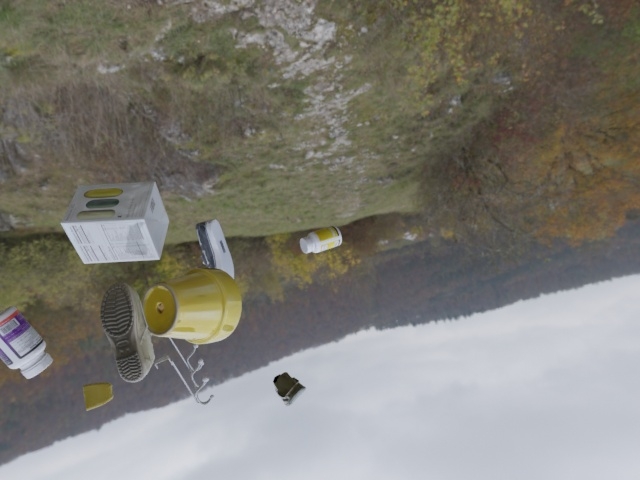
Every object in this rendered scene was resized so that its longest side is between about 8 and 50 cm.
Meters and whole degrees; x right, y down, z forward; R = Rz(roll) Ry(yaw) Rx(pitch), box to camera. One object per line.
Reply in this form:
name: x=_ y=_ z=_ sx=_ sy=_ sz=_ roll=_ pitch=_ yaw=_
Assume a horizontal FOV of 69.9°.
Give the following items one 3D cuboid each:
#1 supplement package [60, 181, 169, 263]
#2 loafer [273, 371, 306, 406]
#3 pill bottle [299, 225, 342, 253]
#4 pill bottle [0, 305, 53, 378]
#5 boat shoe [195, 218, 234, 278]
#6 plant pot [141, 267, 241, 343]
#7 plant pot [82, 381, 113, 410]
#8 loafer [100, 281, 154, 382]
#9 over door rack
supplement package: x=-0.692 y=-0.062 z=1.578 sx=0.263 sy=0.199 sz=0.198 roll=-3 pitch=136 yaw=-2
loafer: x=-0.126 y=0.530 z=1.652 sx=0.094 sy=0.087 sz=0.251 roll=-42 pitch=-178 yaw=-23
pill bottle: x=0.000 y=0.000 z=1.369 sx=0.117 sy=0.065 sz=0.065 roll=-18 pitch=176 yaw=-28
pill bottle: x=-0.850 y=0.289 z=1.287 sx=0.108 sy=0.193 sz=0.108 roll=-26 pitch=-162 yaw=9
boat shoe: x=-0.443 y=0.065 z=1.898 sx=0.102 sy=0.300 sz=0.108 roll=-11 pitch=-166 yaw=17
plant pot: x=-0.426 y=0.212 z=1.472 sx=0.254 sy=0.253 sz=0.239 roll=-19 pitch=166 yaw=28
plant pot: x=-0.747 y=0.517 z=1.547 sx=0.084 sy=0.081 sz=0.081 roll=-10 pitch=172 yaw=-23
loafer: x=-0.518 y=0.244 z=1.244 sx=0.102 sy=0.268 sz=0.092 roll=-11 pitch=178 yaw=6
over door rack: x=-0.555 y=0.498 z=1.885 sx=0.108 sy=0.324 sz=0.239 roll=-35 pitch=-145 yaw=-6
